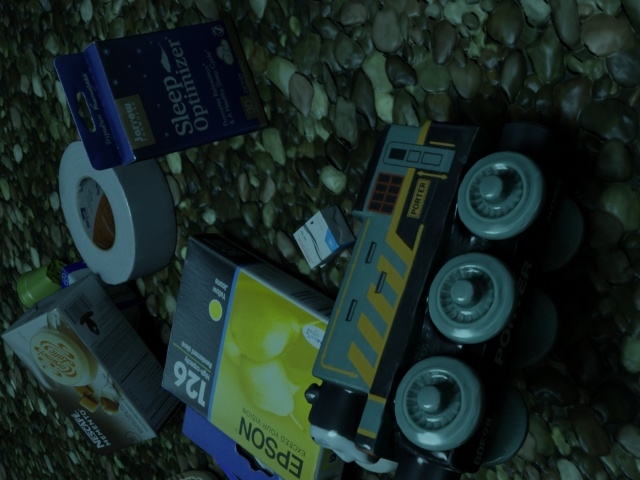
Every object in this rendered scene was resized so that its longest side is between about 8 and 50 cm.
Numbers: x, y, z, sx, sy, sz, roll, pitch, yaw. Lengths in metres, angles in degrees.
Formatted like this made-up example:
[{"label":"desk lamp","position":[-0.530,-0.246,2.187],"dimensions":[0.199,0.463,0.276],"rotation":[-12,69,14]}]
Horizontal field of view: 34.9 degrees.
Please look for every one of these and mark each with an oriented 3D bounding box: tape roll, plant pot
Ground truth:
[{"label":"tape roll","position":[-0.301,-0.048,1.500],"dimensions":[0.219,0.072,0.219],"rotation":[26,125,44]},{"label":"plant pot","position":[-0.474,0.073,1.783],"dimensions":[0.079,0.083,0.083],"rotation":[-35,78,39]}]

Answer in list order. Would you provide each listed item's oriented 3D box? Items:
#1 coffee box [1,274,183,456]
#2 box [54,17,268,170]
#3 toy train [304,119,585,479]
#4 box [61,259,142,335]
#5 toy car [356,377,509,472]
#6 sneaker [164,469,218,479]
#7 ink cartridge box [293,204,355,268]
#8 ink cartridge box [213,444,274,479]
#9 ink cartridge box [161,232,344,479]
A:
[{"label":"coffee box","position":[-0.341,0.192,1.546],"dimensions":[0.141,0.098,0.246],"rotation":[-23,109,35]},{"label":"box","position":[-0.174,-0.167,1.151],"dimensions":[0.036,0.225,0.136],"rotation":[-18,92,53]},{"label":"toy train","position":[0.101,0.049,0.884],"dimensions":[0.190,0.142,0.333],"rotation":[12,80,37]},{"label":"box","position":[-0.356,0.117,1.648],"dimensions":[0.137,0.072,0.126],"rotation":[41,135,33]},{"label":"toy car","position":[0.118,0.160,1.023],"dimensions":[0.136,0.159,0.182],"rotation":[32,142,-8]},{"label":"sneaker","position":[-0.227,0.465,1.642],"dimensions":[0.282,0.153,0.099],"rotation":[-48,62,18]},{"label":"ink cartridge box","position":[0.000,0.000,1.173],"dimensions":[0.083,0.028,0.048],"rotation":[-42,73,52]},{"label":"ink cartridge box","position":[-0.089,0.283,1.382],"dimensions":[0.206,0.045,0.208],"rotation":[44,128,30]},{"label":"ink cartridge box","position":[-0.083,0.184,1.281],"dimensions":[0.304,0.072,0.307],"rotation":[27,111,40]}]
